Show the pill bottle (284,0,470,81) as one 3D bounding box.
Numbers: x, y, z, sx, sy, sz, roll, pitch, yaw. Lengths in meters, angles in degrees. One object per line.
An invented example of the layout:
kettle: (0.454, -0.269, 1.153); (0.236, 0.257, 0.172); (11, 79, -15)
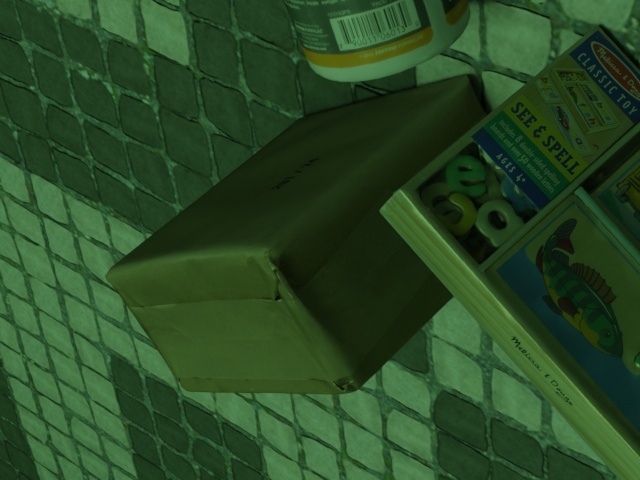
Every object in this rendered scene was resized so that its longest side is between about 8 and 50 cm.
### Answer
pill bottle: (0.023, -0.296, 1.338); (0.162, 0.162, 0.278); (9, 130, 45)

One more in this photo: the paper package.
paper package: (0.000, 0.000, 1.513); (0.309, 0.325, 0.168); (-7, 118, 52)

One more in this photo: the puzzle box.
puzzle box: (0.280, 0.041, 1.266); (0.409, 0.272, 0.052); (48, 152, 4)
